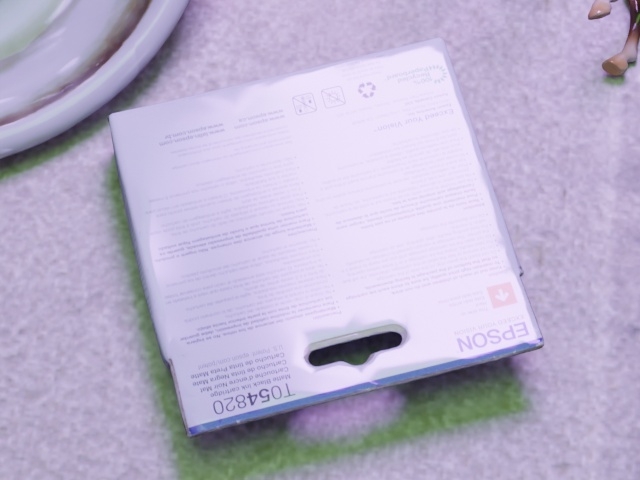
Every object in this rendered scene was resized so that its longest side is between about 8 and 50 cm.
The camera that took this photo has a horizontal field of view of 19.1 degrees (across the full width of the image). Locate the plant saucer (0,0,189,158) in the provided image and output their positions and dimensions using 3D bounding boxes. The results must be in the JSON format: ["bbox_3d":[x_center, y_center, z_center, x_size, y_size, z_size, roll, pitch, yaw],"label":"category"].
[{"bbox_3d":[-0.265,-0.244,1.204,0.400,0.100,0.400,-1,95,-14],"label":"plant saucer"}]

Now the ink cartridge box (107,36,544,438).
[{"bbox_3d":[0.000,0.000,1.160,0.223,0.045,0.224,-13,64,-5],"label":"ink cartridge box"}]

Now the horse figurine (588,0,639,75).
[{"bbox_3d":[0.174,-0.223,1.232,0.263,0.066,0.174,35,65,-12],"label":"horse figurine"}]
